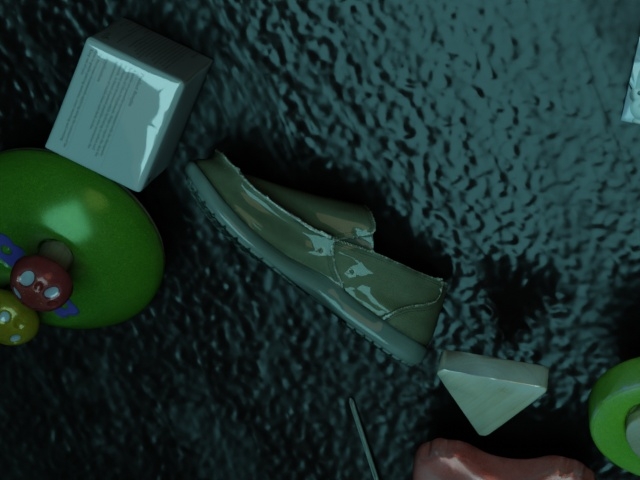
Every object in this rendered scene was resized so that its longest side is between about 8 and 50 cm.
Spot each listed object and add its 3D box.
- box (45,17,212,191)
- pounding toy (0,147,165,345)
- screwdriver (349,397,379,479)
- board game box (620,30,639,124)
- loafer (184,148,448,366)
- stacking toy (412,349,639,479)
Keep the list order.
[{"bbox_3d":[-0.152,-0.110,1.595,0.087,0.102,0.101,26,110,4],"label":"box"},{"bbox_3d":[-0.254,0.021,1.623,0.237,0.110,0.183,13,135,12],"label":"pounding toy"},{"bbox_3d":[0.052,0.213,1.713,0.024,0.025,0.170,-15,96,16],"label":"screwdriver"},{"bbox_3d":[0.287,-0.128,1.548,0.090,0.020,0.090,13,111,7],"label":"board game box"},{"bbox_3d":[0.000,0.000,1.620,0.251,0.094,0.087,37,87,-12],"label":"loafer"},{"bbox_3d":[0.213,0.223,1.562,0.309,0.130,0.279,2,138,12],"label":"stacking toy"}]
